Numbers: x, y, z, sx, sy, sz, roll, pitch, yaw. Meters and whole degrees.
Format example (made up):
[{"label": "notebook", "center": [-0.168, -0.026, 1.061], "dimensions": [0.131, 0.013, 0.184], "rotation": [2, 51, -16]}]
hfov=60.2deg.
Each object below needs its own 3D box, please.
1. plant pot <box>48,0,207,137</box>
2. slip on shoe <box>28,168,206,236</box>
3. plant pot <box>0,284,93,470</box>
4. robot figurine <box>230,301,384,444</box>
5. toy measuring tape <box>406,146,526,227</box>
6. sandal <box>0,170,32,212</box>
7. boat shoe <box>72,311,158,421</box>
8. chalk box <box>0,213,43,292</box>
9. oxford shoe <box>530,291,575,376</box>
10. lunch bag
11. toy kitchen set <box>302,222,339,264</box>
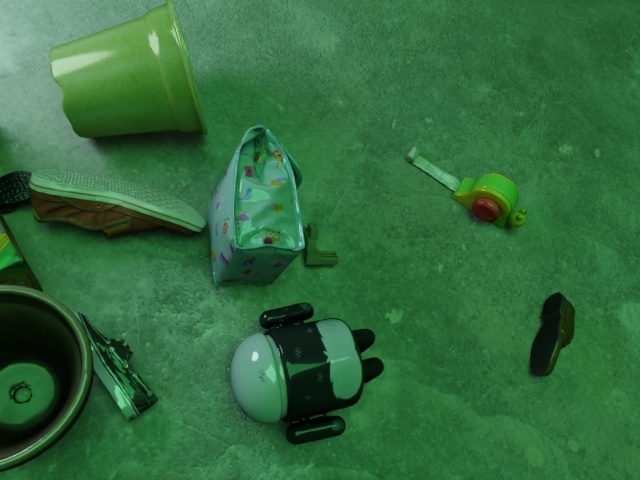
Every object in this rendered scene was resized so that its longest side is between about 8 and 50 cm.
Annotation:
[{"label": "plant pot", "center": [-0.388, -0.323, 1.123], "dimensions": [0.253, 0.276, 0.276], "rotation": [-16, 73, -10]}, {"label": "slip on shoe", "center": [-0.393, -0.056, 1.086], "dimensions": [0.331, 0.123, 0.101], "rotation": [10, 109, -23]}, {"label": "plant pot", "center": [-0.486, 0.223, 0.862], "dimensions": [0.263, 0.229, 0.263], "rotation": [6, 67, -14]}, {"label": "robot figurine", "center": [-0.028, 0.240, 1.029], "dimensions": [0.278, 0.174, 0.209], "rotation": [-8, 28, -20]}, {"label": "toy measuring tape", "center": [0.366, -0.141, 1.334], "dimensions": [0.330, 0.121, 0.121], "rotation": [36, 63, 0]}, {"label": "sandal", "center": [-0.617, -0.080, 1.061], "dimensions": [0.179, 0.040, 0.067], "rotation": [-24, 71, -9]}, {"label": "boat shoe", "center": [-0.373, 0.213, 0.991], "dimensions": [0.070, 0.078, 0.219], "rotation": [-33, 89, -25]}, {"label": "chalk box", "center": [-0.654, 0.058, 0.910], "dimensions": [0.289, 0.180, 0.179], "rotation": [-30, 79, -24]}, {"label": "oxford shoe", "center": [0.542, 0.224, 1.261], "dimensions": [0.076, 0.076, 0.212], "rotation": [37, 63, -12]}, {"label": "lunch bag", "center": [-0.135, -0.064, 1.090], "dimensions": [0.160, 0.223, 0.262], "rotation": [2, 66, -22]}, {"label": "toy kitchen set", "center": [0.000, 0.000, 1.195], "dimensions": [0.075, 0.083, 0.068], "rotation": [1, 27, -16]}]
